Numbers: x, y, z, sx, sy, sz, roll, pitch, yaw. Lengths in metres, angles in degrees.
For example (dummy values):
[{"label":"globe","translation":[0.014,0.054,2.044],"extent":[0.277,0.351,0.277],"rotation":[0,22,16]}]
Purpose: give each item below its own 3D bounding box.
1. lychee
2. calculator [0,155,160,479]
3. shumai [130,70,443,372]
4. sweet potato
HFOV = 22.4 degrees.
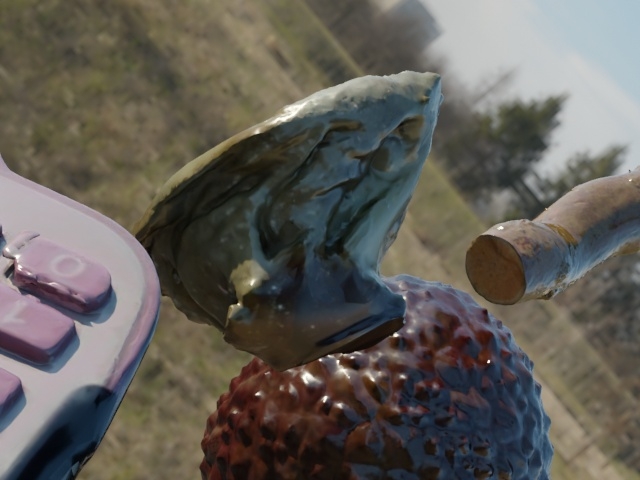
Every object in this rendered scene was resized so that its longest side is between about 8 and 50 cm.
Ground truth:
[{"label":"lychee","translation":[0.044,0.155,1.127],"extent":[0.260,0.260,0.260],"rotation":[50,4,-5]},{"label":"calculator","translation":[-0.164,0.053,0.389],"extent":[0.194,0.043,0.294],"rotation":[21,41,15]},{"label":"shumai","translation":[0.000,0.000,0.847],"extent":[0.120,0.201,0.201],"rotation":[59,6,12]},{"label":"sweet potato","translation":[0.194,-0.012,1.105],"extent":[0.281,0.067,0.059],"rotation":[-22,74,-46]}]
